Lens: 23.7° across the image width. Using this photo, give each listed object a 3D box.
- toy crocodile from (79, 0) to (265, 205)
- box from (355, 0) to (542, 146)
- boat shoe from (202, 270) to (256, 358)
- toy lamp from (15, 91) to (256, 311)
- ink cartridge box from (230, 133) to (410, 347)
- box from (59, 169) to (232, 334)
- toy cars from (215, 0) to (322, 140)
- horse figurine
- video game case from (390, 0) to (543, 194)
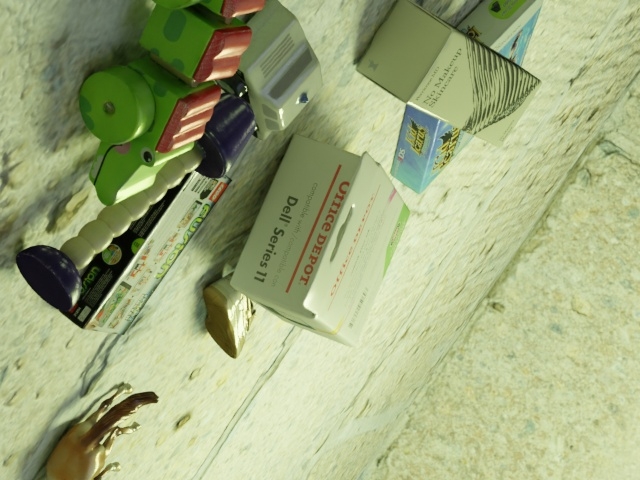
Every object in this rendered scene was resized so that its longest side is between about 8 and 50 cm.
[{"bbox_3d":[-0.111,-0.167,1.296,0.115,0.105,0.341,-28,151,-57],"label":"toy crocodile"},{"bbox_3d":[0.167,-0.208,1.923,0.275,0.094,0.113,13,112,-58],"label":"box"},{"bbox_3d":[-0.109,0.095,1.938,0.059,0.063,0.170,-41,160,-21],"label":"boat shoe"},{"bbox_3d":[-0.165,-0.044,1.449,0.275,0.080,0.080,-46,163,-27],"label":"toy lamp"},{"bbox_3d":[0.000,0.000,1.882,0.353,0.119,0.207,48,64,-74],"label":"ink cartridge box"},{"bbox_3d":[-0.180,0.003,1.584,0.207,0.036,0.114,-55,165,3],"label":"box"},{"bbox_3d":[-0.001,-0.237,1.500,0.176,0.087,0.394,-33,155,-51],"label":"toy cars"},{"bbox_3d":[-0.283,0.276,1.816,0.174,0.066,0.263,-42,164,-56],"label":"horse figurine"},{"bbox_3d":[0.213,-0.226,2.202,0.244,0.061,0.269,-45,162,-27],"label":"video game case"}]
